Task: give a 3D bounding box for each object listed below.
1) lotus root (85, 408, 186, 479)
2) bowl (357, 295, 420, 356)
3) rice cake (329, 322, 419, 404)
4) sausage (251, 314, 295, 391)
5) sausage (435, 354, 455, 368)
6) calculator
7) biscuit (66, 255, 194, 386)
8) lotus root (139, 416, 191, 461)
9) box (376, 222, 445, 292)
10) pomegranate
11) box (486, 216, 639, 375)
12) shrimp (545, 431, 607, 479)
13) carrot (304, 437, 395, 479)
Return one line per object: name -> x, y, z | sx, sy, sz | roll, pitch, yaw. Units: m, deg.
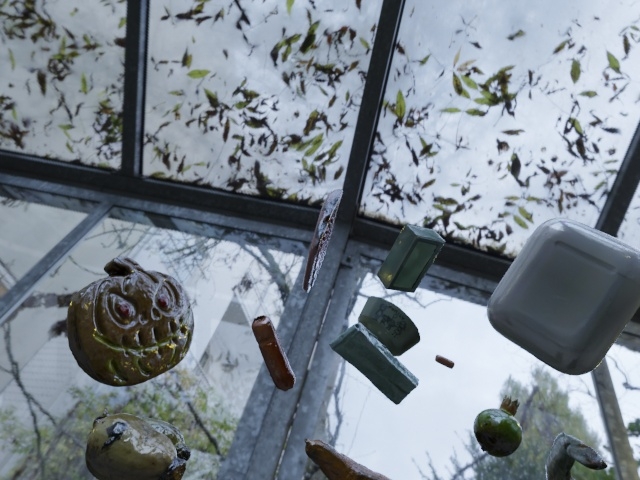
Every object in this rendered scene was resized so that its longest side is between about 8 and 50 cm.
lotus root -> -0.416, 0.463, 1.016 | 0.256, 0.140, 0.155 | 14, -48, 22
bowl -> 0.198, 0.286, 1.466 | 0.211, 0.112, 0.212 | 35, -28, 22
rice cake -> 0.122, 0.269, 1.014 | 0.085, 0.040, 0.226 | -39, -72, 20
sausage -> -0.209, 0.497, 2.064 | 0.097, 0.349, 0.094 | -23, -19, -8
sausage -> 0.511, 0.499, 1.922 | 0.083, 0.034, 0.034 | 25, -49, 5
calculator -> 0.000, 0.000, 1.379 | 0.048, 0.330, 0.220 | 17, -47, 3
biscuit -> -0.502, 0.212, 1.287 | 0.070, 0.394, 0.351 | -14, -86, 26
lotus root -> -0.582, 0.705, 1.606 | 0.308, 0.173, 0.173 | 3, -52, 13
box -> 0.310, 0.065, 1.607 | 0.129, 0.086, 0.225 | 11, -62, -28
pomegranate -> 0.591, 0.609, 1.533 | 0.159, 0.205, 0.159 | 32, -18, 12
box -> 0.607, 0.131, 1.158 | 0.288, 0.349, 0.141 | 34, 2, 35
shrimp -> 0.539, 0.515, 0.920 | 0.085, 0.247, 0.360 | -6, -18, -2
carrot -> 0.080, 0.333, 0.616 | 0.247, 0.059, 0.059 | 30, -50, 0
